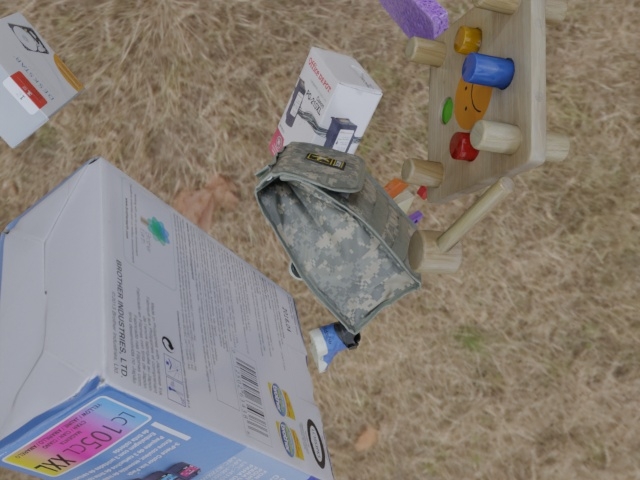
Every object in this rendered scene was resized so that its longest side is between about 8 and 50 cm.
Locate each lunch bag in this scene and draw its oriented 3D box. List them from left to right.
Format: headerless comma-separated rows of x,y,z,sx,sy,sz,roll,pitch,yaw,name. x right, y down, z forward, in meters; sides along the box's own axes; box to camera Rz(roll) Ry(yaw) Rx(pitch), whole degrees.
0.023,-0.037,1.239,0.169,0.235,0.287,-39,101,17,lunch bag

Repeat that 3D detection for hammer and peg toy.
0.213,-0.140,1.004,0.127,0.266,0.361,7,78,-20,hammer and peg toy

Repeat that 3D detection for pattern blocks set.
0.110,-0.026,1.564,0.325,0.026,0.285,-21,150,-43,pattern blocks set

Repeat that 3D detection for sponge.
0.147,-0.378,1.256,0.031,0.210,0.117,-28,146,-4,sponge

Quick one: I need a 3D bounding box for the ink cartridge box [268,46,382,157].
0.004,-0.228,1.491,0.100,0.172,0.237,10,122,-28,ink cartridge box

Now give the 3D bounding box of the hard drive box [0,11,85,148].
-0.528,-0.283,1.336,0.089,0.232,0.181,-34,111,14,hard drive box

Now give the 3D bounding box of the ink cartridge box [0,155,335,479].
-0.135,0.137,0.814,0.151,0.270,0.395,-32,137,19,ink cartridge box

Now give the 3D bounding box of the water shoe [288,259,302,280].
0.000,0.000,1.735,0.073,0.080,0.203,31,66,-15,water shoe

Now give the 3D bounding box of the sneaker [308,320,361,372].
0.027,0.173,1.287,0.085,0.058,0.152,-19,155,-9,sneaker
